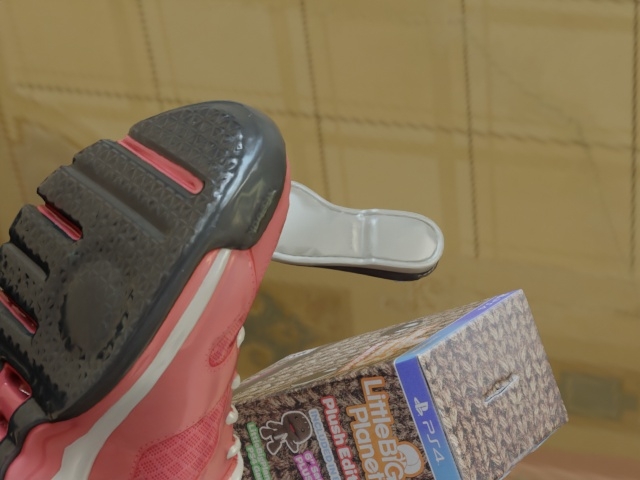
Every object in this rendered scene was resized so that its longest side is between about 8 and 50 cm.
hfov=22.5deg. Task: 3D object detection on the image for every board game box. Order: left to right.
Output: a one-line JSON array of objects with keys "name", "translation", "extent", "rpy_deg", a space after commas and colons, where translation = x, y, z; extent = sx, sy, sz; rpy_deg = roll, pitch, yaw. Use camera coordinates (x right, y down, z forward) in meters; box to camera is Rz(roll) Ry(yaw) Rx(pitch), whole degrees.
[{"name": "board game box", "translation": [0.049, 0.174, 1.542], "extent": [0.291, 0.232, 0.141], "rpy_deg": [-18, -87, 32]}]

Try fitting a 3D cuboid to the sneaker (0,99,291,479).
[{"name": "sneaker", "translation": [-0.086, 0.082, 0.709], "extent": [0.136, 0.116, 0.313], "rpy_deg": [18, -73, -42]}]

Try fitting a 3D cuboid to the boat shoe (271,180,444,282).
[{"name": "boat shoe", "translation": [0.000, 0.000, 1.381], "extent": [0.206, 0.075, 0.065], "rpy_deg": [11, -24, -3]}]
